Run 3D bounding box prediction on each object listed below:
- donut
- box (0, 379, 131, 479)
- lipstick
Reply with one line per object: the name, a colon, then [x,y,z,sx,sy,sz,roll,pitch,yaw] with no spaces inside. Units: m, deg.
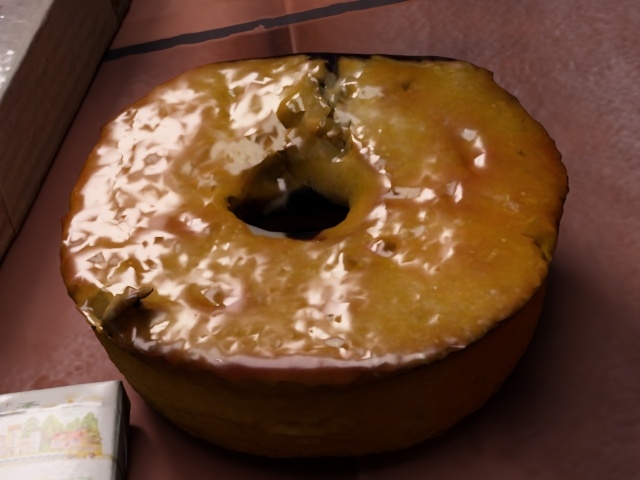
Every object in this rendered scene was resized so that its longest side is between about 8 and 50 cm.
donut: [-0.003,0.001,0.986,0.253,0.118,0.253,-8,43,8]
box: [-0.154,0.161,0.918,0.122,0.032,0.220,-7,45,6]
lipstick: [-0.193,-0.075,1.130,0.076,0.080,0.371,4,46,16]
